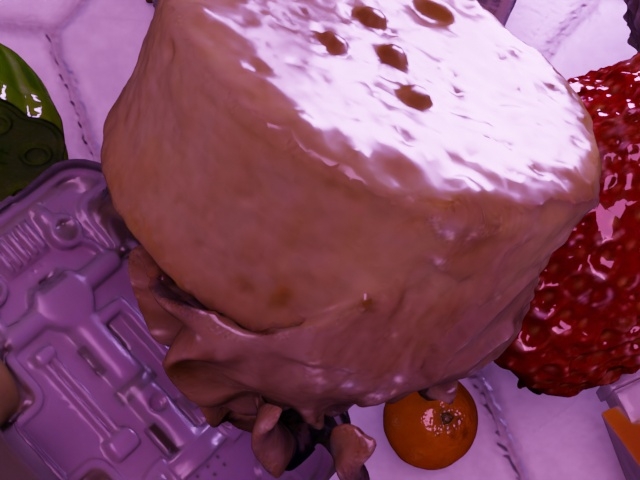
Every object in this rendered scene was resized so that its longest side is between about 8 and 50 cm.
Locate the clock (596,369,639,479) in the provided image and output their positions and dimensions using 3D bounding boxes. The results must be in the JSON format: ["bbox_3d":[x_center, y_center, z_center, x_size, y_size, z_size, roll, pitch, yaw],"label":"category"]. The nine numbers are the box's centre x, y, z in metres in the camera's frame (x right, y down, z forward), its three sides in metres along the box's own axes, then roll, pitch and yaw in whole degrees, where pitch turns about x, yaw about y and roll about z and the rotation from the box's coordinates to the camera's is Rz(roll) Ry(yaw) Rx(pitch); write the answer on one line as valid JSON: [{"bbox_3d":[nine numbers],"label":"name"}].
[{"bbox_3d":[0.362,0.215,1.200,0.235,0.166,0.310,-23,73,-10],"label":"clock"}]

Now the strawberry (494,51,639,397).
[{"bbox_3d":[0.223,-0.018,1.202,0.257,0.261,0.261,-14,72,10],"label":"strawberry"}]

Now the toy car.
[{"bbox_3d":[-0.178,0.132,1.198,0.336,0.226,0.242,48,57,-4],"label":"toy car"}]

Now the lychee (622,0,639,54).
[{"bbox_3d":[0.388,-0.230,1.289,0.300,0.300,0.300,1,72,-2],"label":"lychee"}]

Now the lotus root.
[{"bbox_3d":[-0.316,-0.117,1.295,0.186,0.186,0.186,1,72,-2],"label":"lotus root"}]

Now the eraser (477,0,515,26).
[{"bbox_3d":[0.156,-0.276,1.292,0.081,0.279,0.124,24,72,4],"label":"eraser"}]

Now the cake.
[{"bbox_3d":[-0.008,-0.002,1.026,0.332,0.321,0.332,19,32,-12],"label":"cake"}]

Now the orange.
[{"bbox_3d":[0.094,0.152,1.255,0.083,0.083,0.084,1,72,-2],"label":"orange"}]

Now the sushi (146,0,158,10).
[{"bbox_3d":[-0.133,-0.272,1.379,0.078,0.090,0.150,-17,71,-12],"label":"sushi"}]
